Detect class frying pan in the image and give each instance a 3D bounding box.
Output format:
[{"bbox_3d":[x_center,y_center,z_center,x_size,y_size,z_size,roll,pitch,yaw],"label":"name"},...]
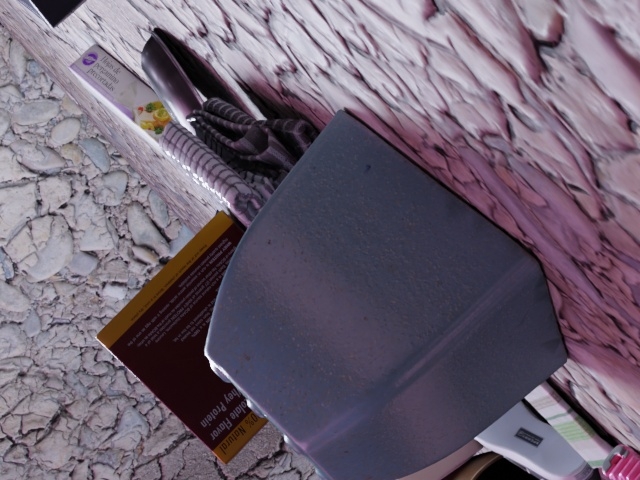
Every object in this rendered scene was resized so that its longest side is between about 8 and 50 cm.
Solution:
[{"bbox_3d":[-0.136,-0.122,1.666,0.326,0.053,0.197,59,175,-21],"label":"frying pan"}]

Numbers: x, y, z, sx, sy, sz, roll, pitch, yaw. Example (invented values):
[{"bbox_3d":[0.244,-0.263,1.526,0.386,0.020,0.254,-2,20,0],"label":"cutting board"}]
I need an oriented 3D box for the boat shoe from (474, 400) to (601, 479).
[{"bbox_3d":[0.262,0.251,1.626,0.228,0.080,0.076,23,157,50],"label":"boat shoe"}]

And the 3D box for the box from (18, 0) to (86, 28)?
[{"bbox_3d":[-0.342,-0.357,1.430,0.153,0.108,0.207,39,170,36],"label":"box"}]

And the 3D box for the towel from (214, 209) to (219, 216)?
[{"bbox_3d":[-0.102,-0.017,1.630,0.067,0.029,0.119,37,-160,-13],"label":"towel"}]

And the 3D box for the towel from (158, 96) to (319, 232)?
[{"bbox_3d":[-0.030,-0.036,1.473,0.283,0.121,0.235,48,174,-32],"label":"towel"}]

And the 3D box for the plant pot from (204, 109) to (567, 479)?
[{"bbox_3d":[0.043,0.085,1.213,0.248,0.252,0.247,41,172,29],"label":"plant pot"}]

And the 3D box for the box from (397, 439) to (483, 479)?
[{"bbox_3d":[0.110,0.218,1.802,0.232,0.127,0.148,53,-172,4],"label":"box"}]

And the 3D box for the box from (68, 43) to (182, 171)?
[{"bbox_3d":[-0.281,-0.205,2.078,0.324,0.063,0.067,39,169,35],"label":"box"}]

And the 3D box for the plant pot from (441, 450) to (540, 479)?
[{"bbox_3d":[0.237,0.375,1.778,0.215,0.215,0.230,46,167,-11],"label":"plant pot"}]

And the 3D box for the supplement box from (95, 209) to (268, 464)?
[{"bbox_3d":[-0.104,0.106,1.428,0.194,0.191,0.129,44,175,2],"label":"supplement box"}]

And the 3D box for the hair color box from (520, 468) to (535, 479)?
[{"bbox_3d":[0.335,0.351,1.862,0.141,0.043,0.072,43,171,8],"label":"hair color box"}]

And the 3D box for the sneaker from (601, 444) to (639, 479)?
[{"bbox_3d":[0.340,0.253,1.338,0.057,0.047,0.119,41,-178,-23],"label":"sneaker"}]

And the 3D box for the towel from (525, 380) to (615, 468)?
[{"bbox_3d":[0.273,0.193,1.458,0.152,0.023,0.113,46,170,5],"label":"towel"}]
